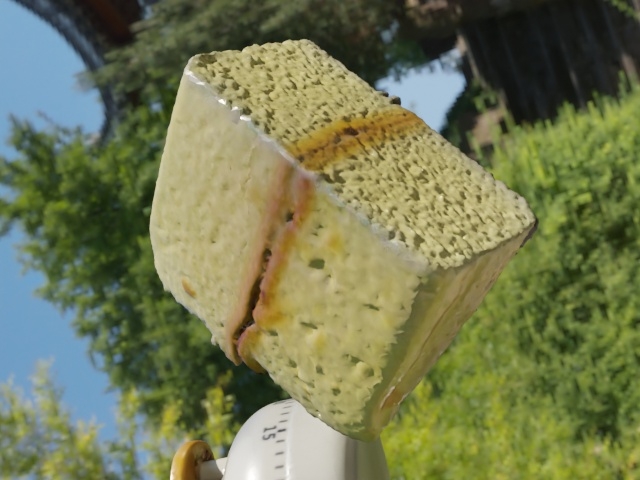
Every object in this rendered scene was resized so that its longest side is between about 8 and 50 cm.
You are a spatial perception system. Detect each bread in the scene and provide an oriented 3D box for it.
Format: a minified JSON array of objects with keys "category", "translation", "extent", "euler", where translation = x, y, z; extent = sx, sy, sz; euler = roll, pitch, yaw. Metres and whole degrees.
[{"category":"bread","translation":[0.000,0.000,0.799],"extent":[0.240,0.178,0.135],"euler":[40,-143,26]}]

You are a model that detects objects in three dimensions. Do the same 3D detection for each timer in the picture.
[{"category":"timer","translation":[0.024,0.234,0.927],"extent":[0.233,0.240,0.234],"euler":[-10,-90,-80]}]
